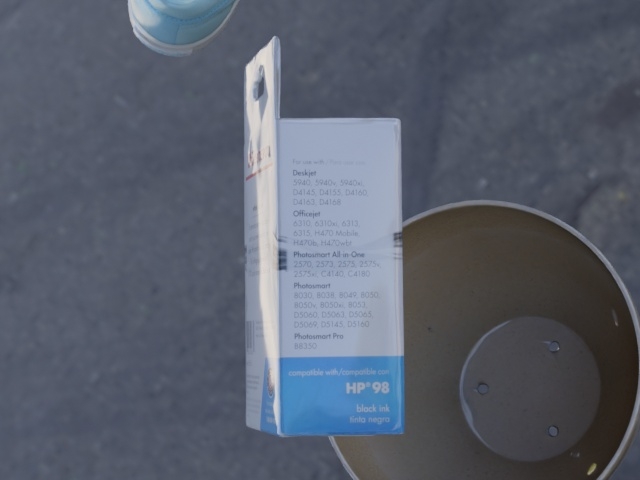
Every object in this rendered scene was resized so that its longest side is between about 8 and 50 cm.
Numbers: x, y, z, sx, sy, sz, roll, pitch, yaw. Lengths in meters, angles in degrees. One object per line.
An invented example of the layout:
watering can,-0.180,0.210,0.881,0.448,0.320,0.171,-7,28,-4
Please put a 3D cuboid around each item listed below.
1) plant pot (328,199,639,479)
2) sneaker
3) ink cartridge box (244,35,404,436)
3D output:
plant pot,0.163,0.121,1.650,0.284,0.191,0.284,-4,78,21
sneaker,-0.070,-0.345,1.687,0.150,0.135,0.366,154,132,-79
ink cartridge box,0.000,0.000,0.884,0.104,0.060,0.180,166,104,-79
